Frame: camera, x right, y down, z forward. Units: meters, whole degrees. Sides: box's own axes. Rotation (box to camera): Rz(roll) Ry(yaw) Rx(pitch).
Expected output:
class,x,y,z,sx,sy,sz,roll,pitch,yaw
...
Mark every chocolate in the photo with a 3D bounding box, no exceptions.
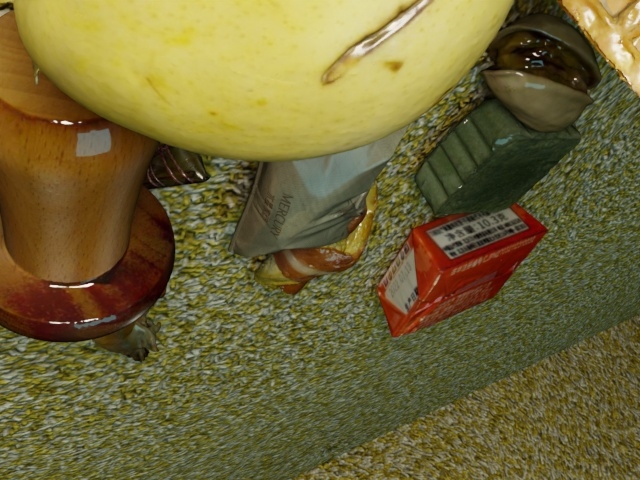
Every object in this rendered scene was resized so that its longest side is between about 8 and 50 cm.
class,x,y,z,sx,sy,sz,roll,pitch,yaw
chocolate,0.231,0.041,1.697,0.237,0.108,0.235,-18,156,-26

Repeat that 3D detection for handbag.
class,x,y,z,sx,sy,sz,roll,pitch,yaw
handbag,-0.004,-0.068,1.137,0.182,0.117,0.270,-5,149,-20

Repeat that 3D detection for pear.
class,x,y,z,sx,sy,sz,roll,pitch,yaw
pear,-0.035,-0.196,0.586,0.309,0.309,0.309,-27,158,-12

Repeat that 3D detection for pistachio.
class,x,y,z,sx,sy,sz,roll,pitch,yaw
pistachio,0.264,-0.204,1.209,0.131,0.130,0.206,9,176,34

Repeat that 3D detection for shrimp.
class,x,y,z,sx,sy,sz,roll,pitch,yaw
shrimp,-0.230,0.116,1.308,0.117,0.066,0.262,-30,160,-4

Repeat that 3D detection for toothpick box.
class,x,y,z,sx,sy,sz,roll,pitch,yaw
toothpick box,-0.210,-0.045,0.836,0.192,0.192,0.294,-19,150,-27

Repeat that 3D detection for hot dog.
class,x,y,z,sx,sy,sz,roll,pitch,yaw
hot dog,0.005,0.003,1.332,0.123,0.093,0.261,-12,152,-39

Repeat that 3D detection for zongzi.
class,x,y,z,sx,sy,sz,roll,pitch,yaw
zongzi,-0.161,-0.070,1.016,0.073,0.067,0.083,-26,176,-30

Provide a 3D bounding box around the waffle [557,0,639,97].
class,x,y,z,sx,sy,sz,roll,pitch,yaw
waffle,0.240,-0.277,0.753,0.213,0.308,0.091,-40,163,22

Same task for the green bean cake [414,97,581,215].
class,x,y,z,sx,sy,sz,roll,pitch,yaw
green bean cake,0.239,-0.117,1.370,0.185,0.094,0.183,-11,153,-46
